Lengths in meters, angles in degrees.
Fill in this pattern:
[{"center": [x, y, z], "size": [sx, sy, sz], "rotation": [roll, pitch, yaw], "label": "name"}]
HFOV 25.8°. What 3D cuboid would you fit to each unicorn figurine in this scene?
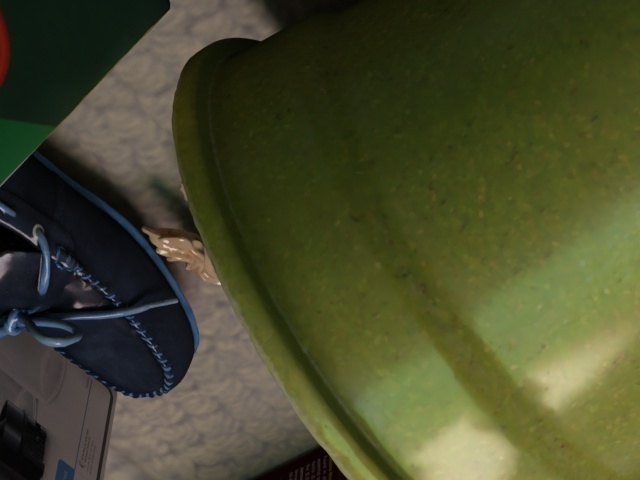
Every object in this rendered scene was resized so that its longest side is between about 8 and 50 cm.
[{"center": [0.000, 0.000, 0.718], "size": [0.161, 0.060, 0.111], "rotation": [3, 148, 26], "label": "unicorn figurine"}]

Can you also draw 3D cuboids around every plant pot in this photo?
[{"center": [0.126, -0.038, 0.559], "size": [0.254, 0.276, 0.276], "rotation": [-35, 120, 20], "label": "plant pot"}]

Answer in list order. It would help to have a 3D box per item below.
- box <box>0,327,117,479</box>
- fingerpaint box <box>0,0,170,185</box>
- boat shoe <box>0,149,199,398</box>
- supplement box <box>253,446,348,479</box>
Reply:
[{"center": [-0.240, 0.071, 0.709], "size": [0.087, 0.169, 0.290], "rotation": [-31, 121, 23], "label": "box"}, {"center": [-0.327, -0.049, 0.424], "size": [0.444, 0.371, 0.163], "rotation": [-4, 119, 20], "label": "fingerpaint box"}, {"center": [-0.171, 0.006, 0.699], "size": [0.109, 0.089, 0.258], "rotation": [-28, 120, 37], "label": "boat shoe"}, {"center": [-0.024, 0.211, 0.842], "size": [0.239, 0.130, 0.073], "rotation": [-29, 122, 23], "label": "supplement box"}]
